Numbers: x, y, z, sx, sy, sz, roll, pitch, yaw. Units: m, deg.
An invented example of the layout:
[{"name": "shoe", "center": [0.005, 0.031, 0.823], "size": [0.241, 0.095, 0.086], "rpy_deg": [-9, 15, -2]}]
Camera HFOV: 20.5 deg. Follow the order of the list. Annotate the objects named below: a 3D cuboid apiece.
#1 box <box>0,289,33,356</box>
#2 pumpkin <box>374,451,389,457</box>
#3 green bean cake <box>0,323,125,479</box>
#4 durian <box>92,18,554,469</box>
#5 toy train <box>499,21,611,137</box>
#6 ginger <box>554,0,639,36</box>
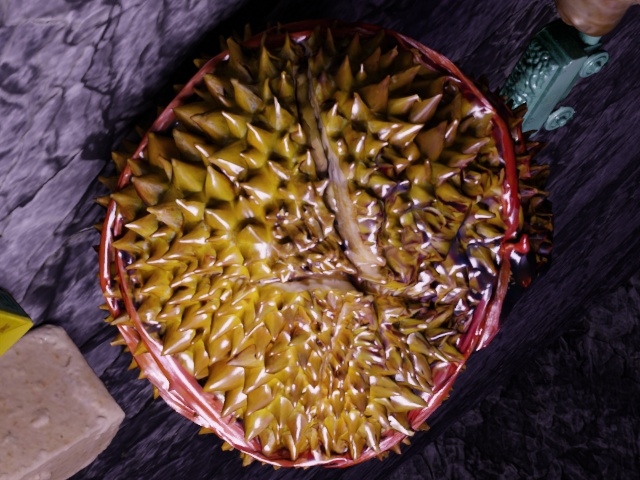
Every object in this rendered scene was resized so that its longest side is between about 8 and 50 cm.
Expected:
[{"name": "box", "center": [-0.308, 0.084, 1.220], "size": [0.153, 0.041, 0.279], "rpy_deg": [-43, 166, 3]}, {"name": "pumpkin", "center": [0.012, 0.135, 1.886], "size": [0.139, 0.222, 0.317], "rpy_deg": [-41, 167, -13]}, {"name": "green bean cake", "center": [-0.257, 0.155, 1.431], "size": [0.179, 0.109, 0.085], "rpy_deg": [-32, 161, -42]}, {"name": "durian", "center": [0.003, -0.004, 1.291], "size": [0.347, 0.347, 0.384], "rpy_deg": [-45, 157, 5]}, {"name": "toy train", "center": [0.251, -0.177, 1.964], "size": [0.099, 0.070, 0.172], "rpy_deg": [-21, 155, -33]}, {"name": "ginger", "center": [0.336, -0.328, 1.551], "size": [0.375, 0.176, 0.256], "rpy_deg": [-54, 178, 36]}]
